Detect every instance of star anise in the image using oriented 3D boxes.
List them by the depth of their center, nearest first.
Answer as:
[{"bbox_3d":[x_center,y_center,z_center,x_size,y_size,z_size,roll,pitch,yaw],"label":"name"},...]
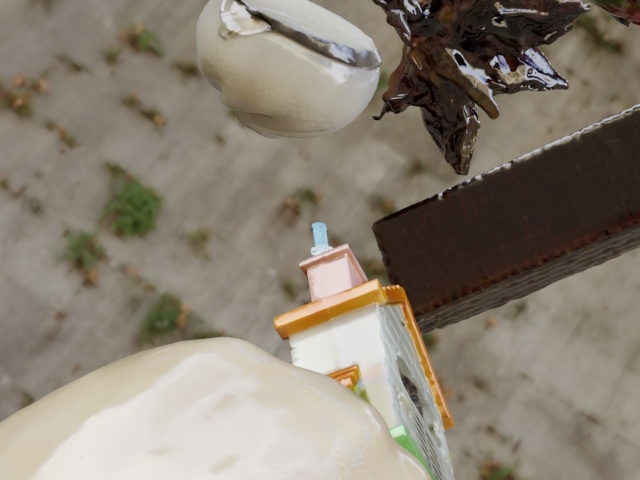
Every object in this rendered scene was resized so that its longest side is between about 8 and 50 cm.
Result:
[{"bbox_3d":[0.104,-0.134,1.050,0.157,0.053,0.212,-5,-50,9],"label":"star anise"}]

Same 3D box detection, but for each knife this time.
[{"bbox_3d":[0.000,0.000,1.849,0.027,0.096,0.010,-2,-66,-3],"label":"knife"}]

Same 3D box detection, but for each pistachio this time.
[{"bbox_3d":[-0.089,0.174,0.527,0.193,0.318,0.214,42,-17,5],"label":"pistachio"}]

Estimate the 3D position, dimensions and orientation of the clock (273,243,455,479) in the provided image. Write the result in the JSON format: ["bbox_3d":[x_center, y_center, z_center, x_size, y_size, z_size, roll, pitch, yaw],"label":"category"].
[{"bbox_3d":[0.038,0.143,1.216,0.255,0.106,0.220,-99,164,-50],"label":"clock"}]

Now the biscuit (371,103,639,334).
[{"bbox_3d":[0.228,-0.033,1.391,0.388,0.107,0.073,-24,-21,21],"label":"biscuit"}]

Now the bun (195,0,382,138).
[{"bbox_3d":[-0.036,-0.154,1.415,0.172,0.120,0.173,23,20,-9],"label":"bun"}]

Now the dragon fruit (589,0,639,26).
[{"bbox_3d":[0.254,-0.238,1.111,0.273,0.218,0.198,50,6,-35],"label":"dragon fruit"}]
